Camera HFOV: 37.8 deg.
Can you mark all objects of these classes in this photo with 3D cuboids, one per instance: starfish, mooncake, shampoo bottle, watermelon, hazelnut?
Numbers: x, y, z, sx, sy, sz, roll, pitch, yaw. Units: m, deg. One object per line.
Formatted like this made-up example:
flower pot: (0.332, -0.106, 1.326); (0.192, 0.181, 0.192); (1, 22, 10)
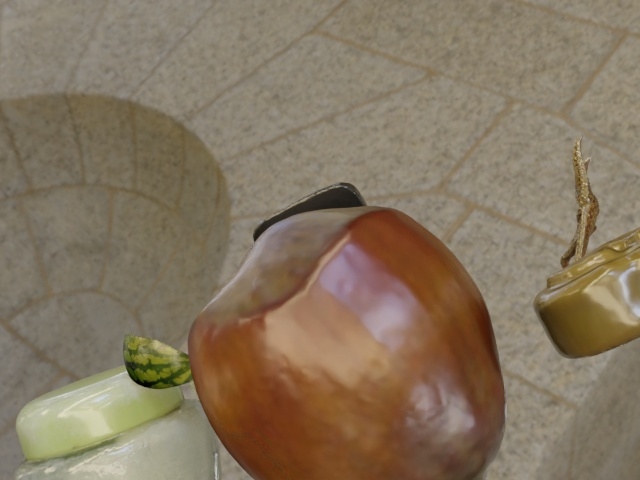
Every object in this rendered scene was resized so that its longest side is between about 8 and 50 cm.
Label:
starfish: (0.416, -0.050, 1.477); (0.057, 0.213, 0.238); (5, -51, 14)
mooncake: (0.380, 0.055, 1.161); (0.117, 0.235, 0.235); (62, -28, 4)
shampoo bottle: (-0.318, 0.369, 1.500); (0.322, 0.322, 0.317); (-19, -88, 59)
watermelon: (-0.250, 0.186, 1.393); (0.163, 0.069, 0.087); (8, -17, 42)
hazelnut: (0.039, 0.131, 1.045); (0.366, 0.366, 0.366); (31, -29, 20)

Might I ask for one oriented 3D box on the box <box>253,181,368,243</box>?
box: (0.000, 0.000, 1.560); (0.212, 0.201, 0.042); (55, 16, -45)

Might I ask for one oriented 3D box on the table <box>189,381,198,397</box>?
table: (-0.214, 0.295, 1.922); (0.062, 0.079, 0.083); (49, 0, 11)
